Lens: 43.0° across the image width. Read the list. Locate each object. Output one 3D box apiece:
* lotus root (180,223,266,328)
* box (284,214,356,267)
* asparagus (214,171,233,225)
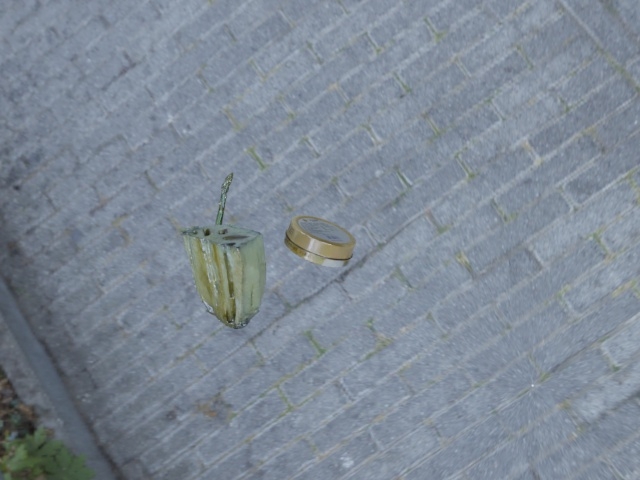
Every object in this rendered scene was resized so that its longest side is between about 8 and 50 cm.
[{"bbox_3d":[-0.121,0.045,1.128,0.143,0.070,0.144,22,126,43],"label":"lotus root"},{"bbox_3d":[0.000,0.000,1.193,0.106,0.105,0.037,28,110,17],"label":"box"},{"bbox_3d":[-0.161,-0.033,1.281,0.016,0.016,0.162,9,77,7],"label":"asparagus"}]
